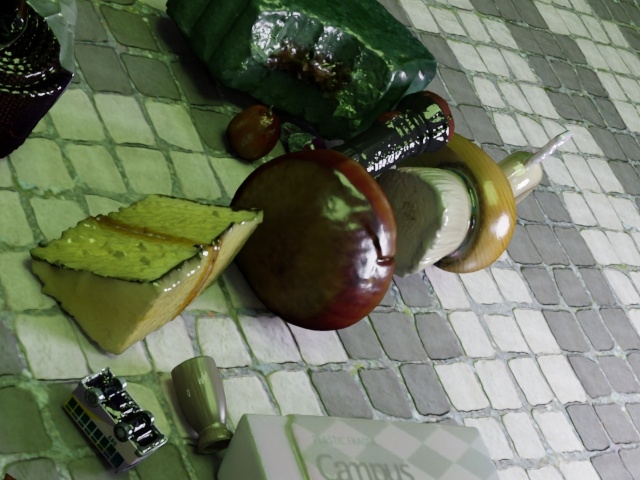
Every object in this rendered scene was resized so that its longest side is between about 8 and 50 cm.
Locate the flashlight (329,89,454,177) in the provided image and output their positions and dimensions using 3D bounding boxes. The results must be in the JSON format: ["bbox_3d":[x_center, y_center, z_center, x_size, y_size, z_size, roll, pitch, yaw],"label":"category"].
[{"bbox_3d":[0.084,-0.131,1.980,0.232,0.093,0.093,-29,79,-40],"label":"flashlight"}]

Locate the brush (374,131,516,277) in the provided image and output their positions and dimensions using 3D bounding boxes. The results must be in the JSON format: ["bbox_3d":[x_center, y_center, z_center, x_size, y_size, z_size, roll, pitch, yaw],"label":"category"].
[{"bbox_3d":[0.150,-0.072,2.102,0.166,0.174,0.267,3,45,-36],"label":"brush"}]

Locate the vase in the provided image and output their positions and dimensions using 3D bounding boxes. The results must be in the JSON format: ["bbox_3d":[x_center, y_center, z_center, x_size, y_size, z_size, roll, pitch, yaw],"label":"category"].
[{"bbox_3d":[-0.128,0.183,1.612,0.053,0.053,0.101,6,55,-45],"label":"vase"}]

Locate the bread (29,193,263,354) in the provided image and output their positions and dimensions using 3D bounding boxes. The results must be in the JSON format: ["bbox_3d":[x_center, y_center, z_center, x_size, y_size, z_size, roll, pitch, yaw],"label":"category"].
[{"bbox_3d":[-0.184,0.026,1.670,0.266,0.178,0.142,-39,119,-54],"label":"bread"}]

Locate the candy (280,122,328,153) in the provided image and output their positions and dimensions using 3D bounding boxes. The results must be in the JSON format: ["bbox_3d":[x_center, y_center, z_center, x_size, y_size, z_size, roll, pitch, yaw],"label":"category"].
[{"bbox_3d":[0.006,-0.103,2.067,0.175,0.045,0.043,47,17,0],"label":"candy"}]

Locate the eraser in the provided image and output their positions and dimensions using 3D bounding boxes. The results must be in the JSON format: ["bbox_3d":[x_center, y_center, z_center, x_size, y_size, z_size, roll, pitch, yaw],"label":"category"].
[{"bbox_3d":[0.069,0.315,1.672,0.397,0.082,0.213,10,48,-43],"label":"eraser"}]

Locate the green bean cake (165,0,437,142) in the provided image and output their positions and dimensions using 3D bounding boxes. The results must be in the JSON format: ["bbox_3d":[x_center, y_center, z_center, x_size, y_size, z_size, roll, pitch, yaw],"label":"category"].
[{"bbox_3d":[-0.030,-0.277,2.065,0.300,0.169,0.308,48,29,21],"label":"green bean cake"}]

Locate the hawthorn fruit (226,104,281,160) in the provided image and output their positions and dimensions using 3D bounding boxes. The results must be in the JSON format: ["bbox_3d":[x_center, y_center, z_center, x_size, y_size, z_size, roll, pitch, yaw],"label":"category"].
[{"bbox_3d":[-0.088,-0.147,1.980,0.077,0.077,0.077,30,37,-26],"label":"hawthorn fruit"}]

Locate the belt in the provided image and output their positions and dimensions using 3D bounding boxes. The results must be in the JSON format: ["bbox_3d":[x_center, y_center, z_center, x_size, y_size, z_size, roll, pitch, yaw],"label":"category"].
[{"bbox_3d":[-0.376,-0.243,1.669,0.184,0.164,0.289,17,43,-26],"label":"belt"}]

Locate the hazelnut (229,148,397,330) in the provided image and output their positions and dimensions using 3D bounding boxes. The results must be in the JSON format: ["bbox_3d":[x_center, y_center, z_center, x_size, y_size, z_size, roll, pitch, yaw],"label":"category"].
[{"bbox_3d":[0.000,0.000,1.824,0.229,0.229,0.229,30,37,-26],"label":"hazelnut"}]

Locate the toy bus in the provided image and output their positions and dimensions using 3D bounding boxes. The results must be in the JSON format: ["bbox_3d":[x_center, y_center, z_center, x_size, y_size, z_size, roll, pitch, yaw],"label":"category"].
[{"bbox_3d":[-0.213,0.189,1.504,0.102,0.058,0.052,49,33,11],"label":"toy bus"}]

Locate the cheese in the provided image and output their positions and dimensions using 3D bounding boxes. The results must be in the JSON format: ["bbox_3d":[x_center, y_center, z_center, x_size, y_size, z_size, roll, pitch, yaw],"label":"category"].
[{"bbox_3d":[0.301,-0.101,2.237,0.064,0.227,0.137,53,38,7],"label":"cheese"}]

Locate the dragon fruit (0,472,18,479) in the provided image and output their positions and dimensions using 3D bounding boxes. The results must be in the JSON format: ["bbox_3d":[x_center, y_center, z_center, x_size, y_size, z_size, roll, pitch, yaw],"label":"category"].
[{"bbox_3d":[-0.319,0.297,1.244,0.282,0.100,0.343,48,32,8],"label":"dragon fruit"}]

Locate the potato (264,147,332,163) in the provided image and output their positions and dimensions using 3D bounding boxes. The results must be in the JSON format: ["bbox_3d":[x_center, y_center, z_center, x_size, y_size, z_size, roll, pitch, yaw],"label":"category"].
[{"bbox_3d":[-0.005,-0.062,1.999,0.149,0.081,0.120,-15,95,-50],"label":"potato"}]
